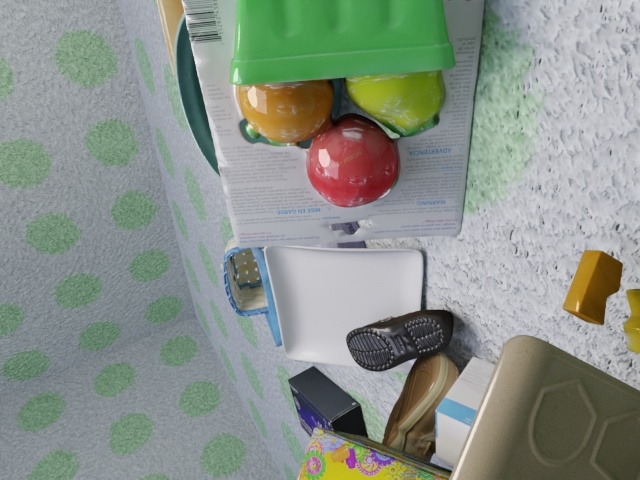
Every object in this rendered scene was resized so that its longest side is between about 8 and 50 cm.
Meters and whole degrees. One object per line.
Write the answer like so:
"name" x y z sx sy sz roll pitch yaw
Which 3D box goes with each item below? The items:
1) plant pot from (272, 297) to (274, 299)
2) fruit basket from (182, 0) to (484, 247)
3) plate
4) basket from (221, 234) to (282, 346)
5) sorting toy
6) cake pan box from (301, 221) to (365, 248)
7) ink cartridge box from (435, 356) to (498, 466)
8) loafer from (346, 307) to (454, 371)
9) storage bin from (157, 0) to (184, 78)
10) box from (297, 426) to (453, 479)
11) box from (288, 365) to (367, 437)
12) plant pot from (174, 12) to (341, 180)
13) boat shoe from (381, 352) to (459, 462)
"plant pot" -0.077 0.093 1.009 0.083 0.083 0.079 158 103 -65
"fruit basket" 0.025 -0.153 0.539 0.165 0.326 0.353 -90 -5 -53
"plate" 0.049 0.121 0.801 0.277 0.045 0.278 2 121 16
"basket" -0.158 0.114 1.173 0.289 0.201 0.255 -134 33 -57
"sorting toy" 0.246 0.179 0.405 0.229 0.307 0.041 27 174 -13
"cake pan box" 0.000 0.000 0.935 0.245 0.070 0.267 -18 93 63
"ink cartridge box" 0.231 0.238 0.593 0.089 0.143 0.092 14 123 39
"loafer" 0.136 0.166 0.728 0.220 0.078 0.080 -23 86 44
"storage bin" -0.285 -0.494 1.048 0.262 0.123 0.261 39 142 45
"box" 0.136 0.402 0.596 0.289 0.177 0.279 10 159 25
"box" 0.021 0.510 1.250 0.261 0.103 0.185 16 120 59
"plant pot" -0.089 -0.251 0.743 0.293 0.196 0.293 32 135 39
"boat shoe" 0.193 0.308 0.763 0.110 0.122 0.341 18 140 11
